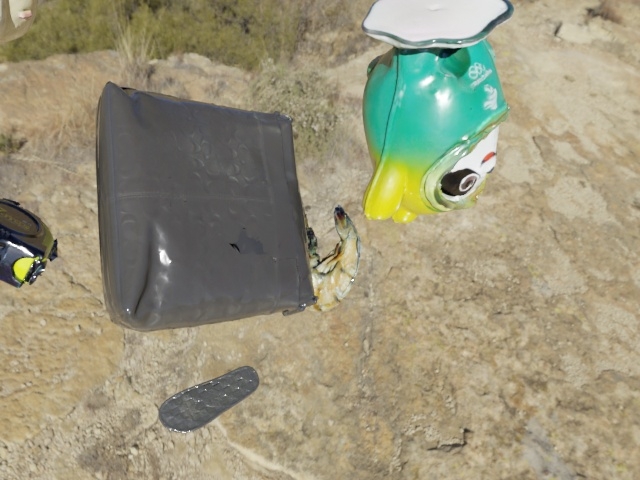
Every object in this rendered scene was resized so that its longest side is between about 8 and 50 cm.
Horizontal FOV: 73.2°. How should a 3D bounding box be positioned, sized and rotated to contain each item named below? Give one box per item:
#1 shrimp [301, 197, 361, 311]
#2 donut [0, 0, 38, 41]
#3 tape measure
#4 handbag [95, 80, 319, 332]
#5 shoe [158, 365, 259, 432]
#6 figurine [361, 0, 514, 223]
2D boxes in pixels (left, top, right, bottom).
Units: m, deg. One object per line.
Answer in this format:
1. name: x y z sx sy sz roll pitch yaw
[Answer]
1. shrimp: 0.000 0.000 1.062 0.071 0.233 0.364 26 41 -41
2. donut: -0.666 -0.571 0.819 0.383 0.382 0.142 40 40 19
3. tape measure: -0.647 -0.002 0.880 0.199 0.112 0.186 39 7 -30
4. handbag: -0.108 -0.035 0.454 0.223 0.080 0.246 -2 80 -34
5. shoe: -0.196 0.287 0.774 0.179 0.049 0.071 -21 70 -27
6. figurine: 0.171 -0.191 0.678 0.232 0.339 0.324 31 59 33
